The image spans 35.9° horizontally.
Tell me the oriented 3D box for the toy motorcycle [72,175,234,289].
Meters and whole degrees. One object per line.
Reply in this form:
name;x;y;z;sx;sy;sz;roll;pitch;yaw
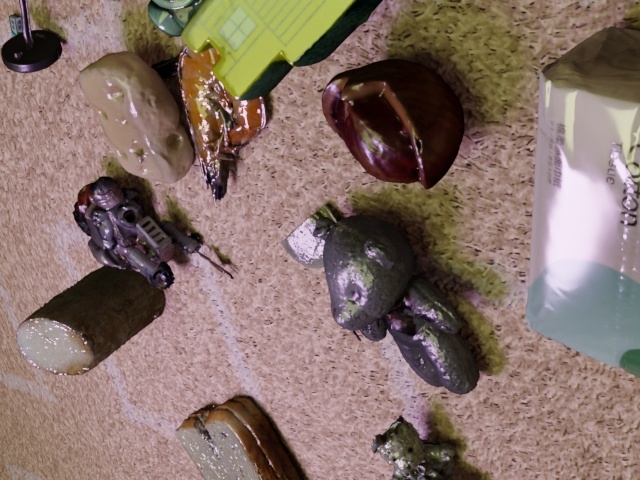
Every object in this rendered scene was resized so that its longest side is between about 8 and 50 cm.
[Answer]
toy motorcycle;-0.349;-0.003;1.931;0.401;0.134;0.207;37;145;23

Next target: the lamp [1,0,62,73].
lamp;-0.527;-0.495;1.800;0.130;0.108;0.371;14;120;14

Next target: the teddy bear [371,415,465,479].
teddy bear;0.170;0.380;1.702;0.133;0.111;0.213;-36;102;11

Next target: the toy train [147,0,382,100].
toy train;-0.037;-0.371;1.226;0.272;0.179;0.442;48;125;0

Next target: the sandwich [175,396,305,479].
sandwich;-0.180;0.465;2.141;0.273;0.095;0.249;-26;94;53

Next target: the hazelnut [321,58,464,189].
hazelnut;0.094;-0.155;1.323;0.201;0.160;0.170;4;122;38

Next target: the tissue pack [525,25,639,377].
tissue pack;0.378;-0.026;1.093;0.266;0.194;0.357;22;132;36

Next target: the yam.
yam;-0.466;0.157;2.053;0.168;0.304;0.168;17;126;26

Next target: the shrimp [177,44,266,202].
shrimp;-0.156;-0.194;1.639;0.164;0.062;0.317;22;132;28

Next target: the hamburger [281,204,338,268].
hamburger;-0.002;0.002;1.633;0.084;0.054;0.121;51;135;6

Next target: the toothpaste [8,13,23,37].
toothpaste;-0.607;-0.412;1.978;0.020;0.017;0.083;31;138;27

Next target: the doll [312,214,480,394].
doll;0.108;0.116;1.516;0.246;0.158;0.340;2;123;60

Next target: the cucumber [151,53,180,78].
cucumber;-0.255;-0.294;1.686;0.034;0.033;0.134;37;155;-28

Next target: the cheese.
cheese;-0.324;-0.215;1.742;0.159;0.093;0.263;18;143;31
